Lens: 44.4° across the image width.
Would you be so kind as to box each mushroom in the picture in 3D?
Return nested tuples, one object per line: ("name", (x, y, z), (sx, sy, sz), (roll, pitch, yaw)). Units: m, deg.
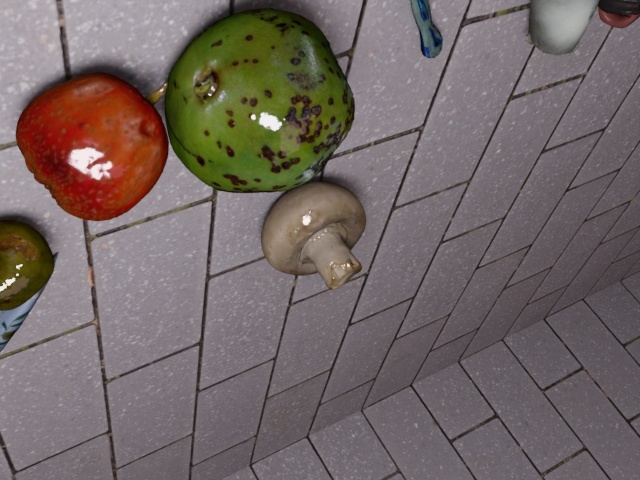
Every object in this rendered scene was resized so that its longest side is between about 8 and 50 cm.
("mushroom", (0.000, 0.000, 1.429), (0.204, 0.204, 0.204), (-26, 152, -15))

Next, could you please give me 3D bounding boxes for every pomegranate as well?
("pomegranate", (-0.074, -0.174, 1.028), (0.254, 0.254, 0.270), (-45, 164, 20))

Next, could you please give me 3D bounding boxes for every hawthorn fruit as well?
("hawthorn fruit", (-0.265, -0.128, 0.969), (0.200, 0.179, 0.179), (-45, 154, -9))

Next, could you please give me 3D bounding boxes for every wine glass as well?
("wine glass", (0.410, -0.411, 1.309), (0.111, 0.111, 0.204), (-26, 151, -16))

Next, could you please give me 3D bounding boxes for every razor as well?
("razor", (0.143, -0.352, 1.175), (0.093, 0.056, 0.324), (-39, 153, 6))

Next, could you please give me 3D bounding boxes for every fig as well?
("fig", (-0.452, 0.030, 1.103), (0.127, 0.185, 0.133), (39, 79, -27))

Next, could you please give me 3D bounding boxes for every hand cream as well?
("hand cream", (-0.496, 0.127, 1.229), (0.058, 0.091, 0.271), (40, 111, -16))

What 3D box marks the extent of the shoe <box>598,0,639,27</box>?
("shoe", (0.511, -0.452, 1.324), (0.137, 0.114, 0.291), (-58, 156, 1))
